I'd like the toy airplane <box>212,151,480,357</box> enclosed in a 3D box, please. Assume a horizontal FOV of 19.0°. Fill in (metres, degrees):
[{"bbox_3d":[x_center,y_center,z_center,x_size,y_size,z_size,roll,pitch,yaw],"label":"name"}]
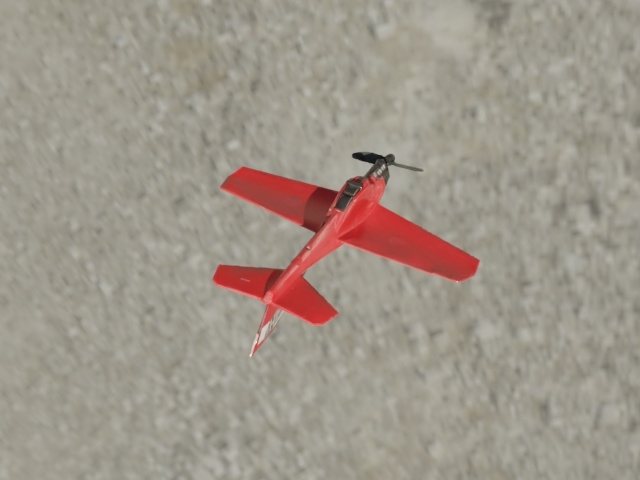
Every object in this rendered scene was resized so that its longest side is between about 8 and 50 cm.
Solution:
[{"bbox_3d":[0.000,0.000,0.984,0.151,0.028,0.151,-1,47,1],"label":"toy airplane"}]
